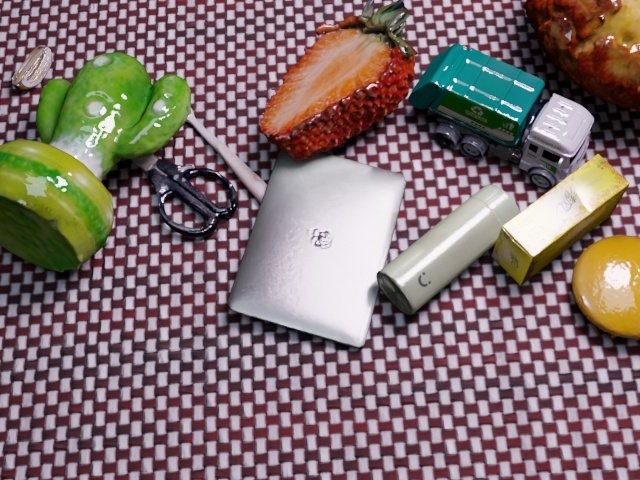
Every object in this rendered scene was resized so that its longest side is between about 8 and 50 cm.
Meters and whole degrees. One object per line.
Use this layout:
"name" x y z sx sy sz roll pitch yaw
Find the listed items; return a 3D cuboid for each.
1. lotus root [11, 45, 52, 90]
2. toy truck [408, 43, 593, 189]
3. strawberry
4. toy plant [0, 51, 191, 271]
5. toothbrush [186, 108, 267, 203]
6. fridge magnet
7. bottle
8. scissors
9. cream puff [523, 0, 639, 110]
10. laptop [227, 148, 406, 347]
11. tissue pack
"lotus root" -0.437 -0.257 1.353 0.037 0.030 0.083 4 56 39
"toy truck" 0.251 -0.177 1.245 0.253 0.124 0.114 27 70 16
"strawberry" 0.037 -0.217 1.273 0.286 0.106 0.188 -47 43 -14
"toy plant" -0.325 -0.128 1.215 0.224 0.184 0.315 15 57 21
"toothbrush" -0.128 -0.119 1.275 0.025 0.029 0.307 -36 68 -19
"fridge magnet" 0.397 0.060 1.153 0.143 0.063 0.143 -1 65 3
"bottle" 0.171 0.010 1.179 0.201 0.072 0.072 -38 69 -15
"scissors" -0.246 -0.113 1.281 0.300 0.022 0.109 39 67 19
"cream puff" 0.436 -0.338 1.256 0.351 0.229 0.350 4 77 -18
"laptop" 0.000 0.000 1.208 0.188 0.015 0.269 16 65 0
"tissue pack" 0.317 -0.026 1.179 0.176 0.095 0.062 -36 69 -16
